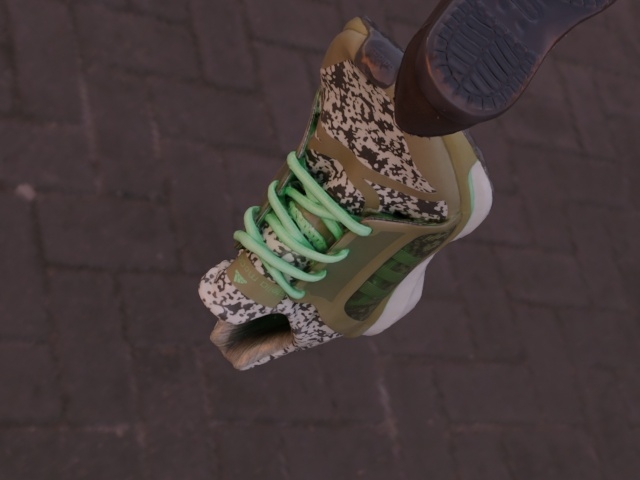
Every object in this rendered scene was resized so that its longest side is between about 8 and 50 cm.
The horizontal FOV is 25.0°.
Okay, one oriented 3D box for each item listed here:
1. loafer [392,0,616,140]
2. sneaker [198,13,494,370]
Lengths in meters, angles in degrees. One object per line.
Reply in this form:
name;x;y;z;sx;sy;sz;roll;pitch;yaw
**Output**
loafer;0.102;-0.133;0.823;0.080;0.078;0.220;51;52;-7
sneaker;0.000;0.000;1.073;0.182;0.410;0.158;-36;72;-23
